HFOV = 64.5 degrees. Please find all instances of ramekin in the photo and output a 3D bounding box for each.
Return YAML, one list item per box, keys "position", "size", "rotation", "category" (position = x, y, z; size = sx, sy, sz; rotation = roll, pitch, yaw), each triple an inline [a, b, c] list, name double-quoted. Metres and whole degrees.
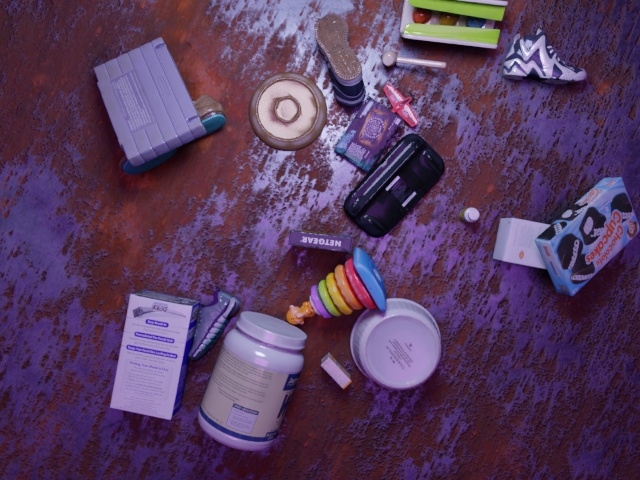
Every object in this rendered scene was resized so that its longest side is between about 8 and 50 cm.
- position: [0.226, 0.307, 1.478]
  size: [0.273, 0.127, 0.272]
  rotation: [0, 92, -1]
  category: "ramekin"

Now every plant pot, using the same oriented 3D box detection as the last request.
- position: [-0.097, -0.385, 1.505]
  size: [0.236, 0.032, 0.236]
  rotation: [0, 92, 0]
  category: "plant pot"

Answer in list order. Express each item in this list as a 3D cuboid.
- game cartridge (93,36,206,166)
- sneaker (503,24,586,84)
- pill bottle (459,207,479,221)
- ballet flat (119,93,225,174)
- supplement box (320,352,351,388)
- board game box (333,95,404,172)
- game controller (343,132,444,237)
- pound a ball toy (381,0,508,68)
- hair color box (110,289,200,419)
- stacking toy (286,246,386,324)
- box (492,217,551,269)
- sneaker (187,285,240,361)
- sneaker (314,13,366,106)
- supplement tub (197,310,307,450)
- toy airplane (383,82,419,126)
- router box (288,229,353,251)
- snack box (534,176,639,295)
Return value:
- position: [-0.486, -0.392, 1.426]
  size: [0.230, 0.068, 0.355]
  rotation: [-27, 68, 1]
  category: "game cartridge"
- position: [0.658, -0.541, 1.468]
  size: [0.235, 0.094, 0.153]
  rotation: [8, 100, 10]
  category: "sneaker"
- position: [0.438, -0.075, 1.488]
  size: [0.043, 0.083, 0.043]
  rotation: [0, 92, -1]
  category: "pill bottle"
- position: [-0.442, -0.321, 1.476]
  size: [0.342, 0.116, 0.124]
  rotation: [-31, 71, 1]
  category: "ballet flat"
- position: [0.046, 0.387, 1.512]
  size: [0.036, 0.062, 0.098]
  rotation: [-43, 92, 2]
  category: "supplement box"
- position: [0.140, -0.311, 1.489]
  size: [0.126, 0.026, 0.186]
  rotation: [34, 105, -1]
  category: "board game box"
- position: [0.221, -0.160, 1.506]
  size: [0.166, 0.067, 0.319]
  rotation: [43, 92, -16]
  category: "game controller"
- position: [0.345, -0.600, 1.467]
  size: [0.319, 0.135, 0.208]
  rotation: [6, 117, 0]
  category: "pound a ball toy"
- position: [-0.481, 0.330, 1.489]
  size: [0.185, 0.110, 0.338]
  rotation: [11, 93, 1]
  category: "hair color box"
- position: [0.033, 0.167, 1.475]
  size: [0.302, 0.165, 0.175]
  rotation: [-29, 103, 12]
  category: "stacking toy"
- position: [0.613, 0.010, 1.487]
  size: [0.171, 0.091, 0.130]
  rotation: [11, 92, -1]
  category: "box"
- position: [-0.337, 0.248, 1.509]
  size: [0.098, 0.083, 0.223]
  rotation: [34, 81, 11]
  category: "sneaker"
- position: [0.059, -0.516, 1.479]
  size: [0.099, 0.153, 0.282]
  rotation: [-18, 61, 3]
  category: "sneaker"
- position: [-0.186, 0.387, 1.426]
  size: [0.236, 0.235, 0.324]
  rotation: [20, 92, -1]
  category: "supplement tub"
- position: [0.220, -0.383, 1.506]
  size: [0.151, 0.028, 0.151]
  rotation: [0, 87, 4]
  category: "toy airplane"
- position: [0.000, 0.000, 1.465]
  size: [0.179, 0.133, 0.046]
  rotation: [6, 92, -1]
  category: "router box"
- position: [0.760, -0.015, 1.435]
  size: [0.322, 0.060, 0.187]
  rotation: [-37, 109, -17]
  category: "snack box"
